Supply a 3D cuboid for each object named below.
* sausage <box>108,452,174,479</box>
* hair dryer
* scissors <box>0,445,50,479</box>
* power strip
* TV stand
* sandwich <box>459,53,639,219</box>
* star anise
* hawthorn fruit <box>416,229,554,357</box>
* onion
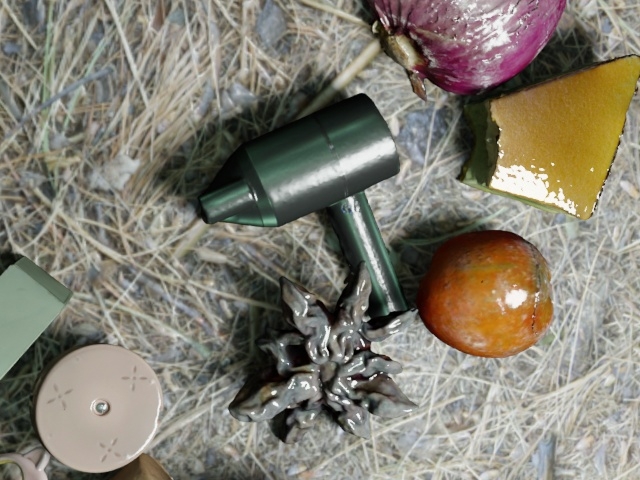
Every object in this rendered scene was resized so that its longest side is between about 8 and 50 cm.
[{"bbox_3d":[-0.275,0.388,1.018,0.253,0.123,0.123,-41,102,-5],"label":"sausage"},{"bbox_3d":[0.000,0.000,1.049,0.244,0.116,0.302,-25,107,-5],"label":"hair dryer"},{"bbox_3d":[-0.457,0.355,1.009,0.318,0.024,0.160,-24,73,2],"label":"scissors"},{"bbox_3d":[-0.271,0.197,1.004,0.154,0.078,0.154,3,83,-22],"label":"power strip"},{"bbox_3d":[-0.413,0.147,0.982,0.083,0.088,0.269,40,87,-13],"label":"TV stand"},{"bbox_3d":[0.285,-0.156,1.077,0.186,0.108,0.220,17,94,-13],"label":"sandwich"},{"bbox_3d":[0.012,0.153,1.033,0.213,0.129,0.282,21,107,-15],"label":"star anise"},{"bbox_3d":[0.206,0.069,1.061,0.173,0.173,0.172,-1,96,-11],"label":"hawthorn fruit"},{"bbox_3d":[0.222,-0.348,1.021,0.349,0.159,0.267,-42,105,-3],"label":"onion"}]
